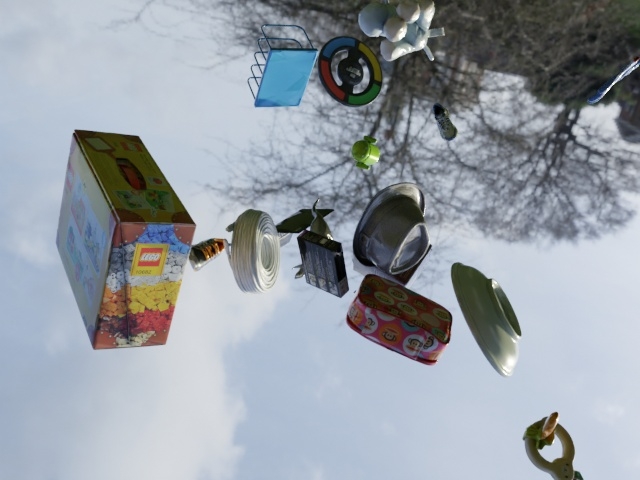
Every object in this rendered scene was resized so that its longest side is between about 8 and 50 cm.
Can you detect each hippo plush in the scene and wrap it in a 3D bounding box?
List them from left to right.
[{"bbox_3d":[0.277,-0.798,2.515,0.294,0.234,0.236,-16,-130,-40],"label":"hippo plush"}]

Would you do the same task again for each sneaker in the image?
[{"bbox_3d":[-0.372,0.036,2.282,0.083,0.084,0.215,-17,-165,15],"label":"sneaker"},{"bbox_3d":[0.351,-0.341,2.015,0.058,0.052,0.135,39,-153,-48],"label":"sneaker"}]

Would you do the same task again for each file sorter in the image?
[{"bbox_3d":[-0.098,-0.414,1.663,0.118,0.170,0.104,-7,-124,-25],"label":"file sorter"}]

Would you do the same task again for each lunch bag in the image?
[{"bbox_3d":[0.229,0.208,1.991,0.293,0.120,0.258,26,-154,3],"label":"lunch bag"}]

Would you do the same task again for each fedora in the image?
[{"bbox_3d":[0.216,-0.011,1.922,0.244,0.275,0.124,-6,-140,-37],"label":"fedora"}]

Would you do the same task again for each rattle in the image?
[{"bbox_3d":[0.574,0.497,1.615,0.130,0.142,0.199,-12,-116,-39],"label":"rattle"}]

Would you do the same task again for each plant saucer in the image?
[{"bbox_3d":[0.553,0.236,2.246,0.101,0.400,0.400,-27,-164,20],"label":"plant saucer"}]

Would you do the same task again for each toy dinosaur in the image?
[{"bbox_3d":[0.000,0.000,2.404,0.121,0.313,0.160,12,168,7],"label":"toy dinosaur"}]

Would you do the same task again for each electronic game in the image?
[{"bbox_3d":[0.093,-0.518,2.153,0.229,0.229,0.048,-3,172,-29],"label":"electronic game"}]

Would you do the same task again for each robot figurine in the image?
[{"bbox_3d":[0.138,-0.273,2.175,0.067,0.101,0.115,21,-174,36],"label":"robot figurine"}]

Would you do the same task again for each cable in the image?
[{"bbox_3d":[-0.191,0.032,2.090,0.089,0.257,0.257,-2,-151,16],"label":"cable"}]

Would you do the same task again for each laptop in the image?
[{"bbox_3d":[-0.101,-0.012,2.562,0.137,0.264,0.234,37,-140,17],"label":"laptop"}]

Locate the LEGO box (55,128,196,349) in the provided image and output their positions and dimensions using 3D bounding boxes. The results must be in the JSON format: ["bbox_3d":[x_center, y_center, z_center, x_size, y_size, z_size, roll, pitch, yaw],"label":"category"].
[{"bbox_3d":[-0.533,-0.015,1.844,0.193,0.372,0.500,1,-148,-33],"label":"LEGO box"}]

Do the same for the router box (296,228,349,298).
[{"bbox_3d":[0.008,0.066,1.984,0.133,0.178,0.046,22,-132,34],"label":"router box"}]

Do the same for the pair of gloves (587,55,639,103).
[{"bbox_3d":[0.766,-0.416,1.803,0.023,0.159,0.198,49,-142,8],"label":"pair of gloves"}]

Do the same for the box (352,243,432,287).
[{"bbox_3d":[0.232,0.056,2.290,0.203,0.168,0.167,32,-106,13],"label":"box"}]
